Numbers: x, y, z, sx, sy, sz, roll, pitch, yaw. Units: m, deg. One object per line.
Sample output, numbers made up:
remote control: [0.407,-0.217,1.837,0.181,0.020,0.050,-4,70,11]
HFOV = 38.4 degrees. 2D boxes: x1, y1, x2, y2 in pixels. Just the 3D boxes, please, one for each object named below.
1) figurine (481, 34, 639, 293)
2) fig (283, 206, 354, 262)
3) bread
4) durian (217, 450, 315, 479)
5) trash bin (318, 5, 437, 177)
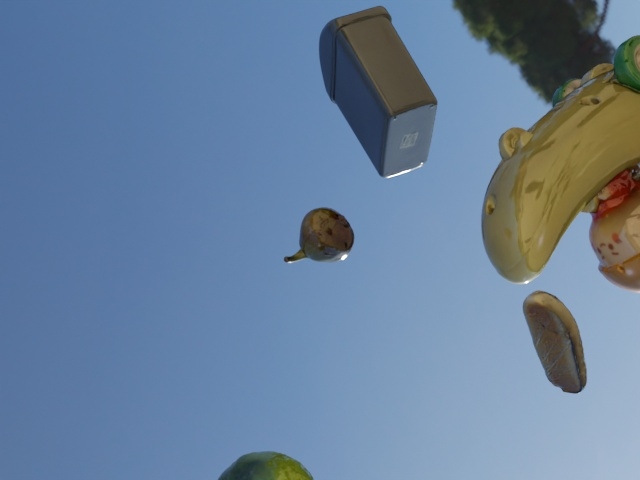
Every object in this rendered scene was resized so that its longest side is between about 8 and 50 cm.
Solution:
figurine: [0.287,-0.051,0.888,0.324,0.124,0.222,-38,-87,-26]
fig: [0.000,0.000,1.318,0.082,0.098,0.084,55,-152,6]
bread: [0.353,0.147,1.361,0.053,0.073,0.214,-58,-45,-35]
durian: [-0.083,0.355,1.248,0.101,0.250,0.139,43,-117,-25]
trash bin: [0.083,-0.233,1.382,0.101,0.177,0.236,-19,-120,-14]
